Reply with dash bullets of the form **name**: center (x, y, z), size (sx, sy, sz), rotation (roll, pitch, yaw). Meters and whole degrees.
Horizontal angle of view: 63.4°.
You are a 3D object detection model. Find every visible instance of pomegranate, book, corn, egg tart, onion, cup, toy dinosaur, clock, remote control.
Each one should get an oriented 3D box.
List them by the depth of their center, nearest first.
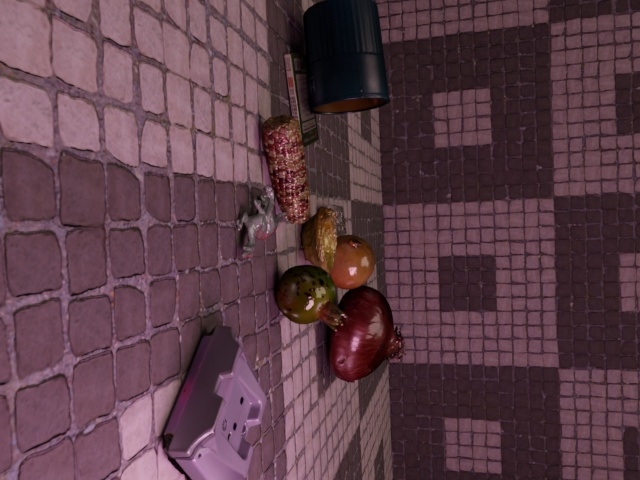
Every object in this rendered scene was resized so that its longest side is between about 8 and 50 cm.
- **clock**: center (-0.172, 0.298, 0.915), size (0.253, 0.083, 0.186), rotation (-77, 160, -45)
- **toy dinosaur**: center (-0.126, -0.036, 1.193), size (0.242, 0.053, 0.167), rotation (21, 69, -74)
- **corn**: center (-0.079, -0.171, 1.296), size (0.098, 0.098, 0.290), rotation (-73, 157, -51)
- **pomegranate**: center (-0.022, 0.147, 1.304), size (0.159, 0.205, 0.159), rotation (-37, 146, -31)
- **book**: center (-0.054, -0.421, 1.560), size (0.202, 0.027, 0.264), rotation (-55, 140, -68)
- **cup**: center (0.081, -0.549, 1.582), size (0.308, 0.242, 0.292), rotation (-24, 108, -72)
- **egg tart**: center (-0.001, -0.001, 1.587), size (0.212, 0.090, 0.213), rotation (-1, 90, -73)
- **pomegranate**: center (0.096, 0.071, 1.743), size (0.191, 0.191, 0.191), rotation (-2, 90, -75)
- **onion**: center (0.168, 0.330, 1.801), size (0.347, 0.285, 0.348), rotation (17, 90, -75)
- **remote control**: center (0.048, -0.070, 1.869), size (0.313, 0.055, 0.109), rotation (-14, 94, -80)
